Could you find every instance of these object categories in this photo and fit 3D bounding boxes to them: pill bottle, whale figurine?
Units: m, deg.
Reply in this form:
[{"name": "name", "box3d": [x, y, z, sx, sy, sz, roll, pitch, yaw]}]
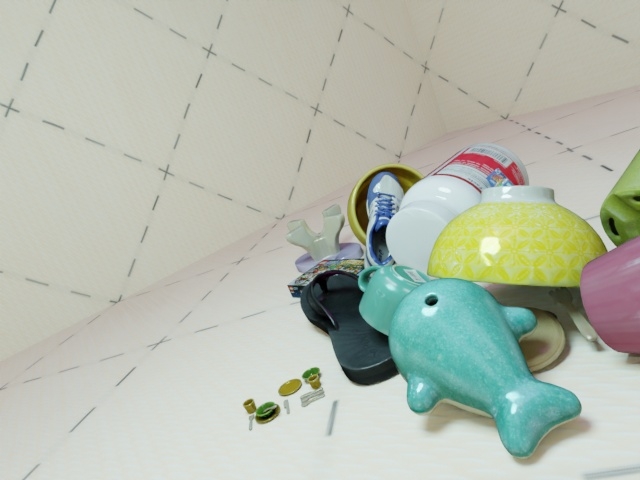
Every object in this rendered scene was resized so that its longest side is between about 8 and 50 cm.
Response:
[{"name": "pill bottle", "box3d": [0.336, -0.076, 1.133, 0.229, 0.229, 0.408, -9, 19, 45]}, {"name": "whale figurine", "box3d": [0.199, 0.149, 0.621, 0.216, 0.141, 0.272, -34, 30, -5]}]

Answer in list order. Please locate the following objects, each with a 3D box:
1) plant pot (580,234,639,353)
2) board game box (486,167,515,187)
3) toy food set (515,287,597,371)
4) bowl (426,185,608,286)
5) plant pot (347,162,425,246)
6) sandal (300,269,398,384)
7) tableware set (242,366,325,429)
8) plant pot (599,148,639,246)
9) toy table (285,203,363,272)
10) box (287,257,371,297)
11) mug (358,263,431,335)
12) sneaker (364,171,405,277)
[{"name": "plant pot", "box3d": [0.440, 0.061, 0.564, 0.201, 0.201, 0.180, -34, 2, -39]}, {"name": "board game box", "box3d": [0.440, -0.061, 0.979, 0.035, 0.201, 0.136, -45, 6, 22]}, {"name": "toy food set", "box3d": [0.305, 0.150, 0.707, 0.192, 0.038, 0.132, -23, 31, 13]}, {"name": "bowl", "box3d": [0.332, -0.008, 0.788, 0.290, 0.156, 0.289, 3, -2, 0]}, {"name": "plant pot", "box3d": [0.193, -0.079, 1.394, 0.254, 0.254, 0.239, -25, -2, -9]}, {"name": "sandal", "box3d": [0.056, 0.133, 0.974, 0.168, 0.107, 0.446, -25, 19, -9]}, {"name": "tableware set", "box3d": [-0.068, 0.280, 0.847, 0.154, 0.024, 0.104, -24, 13, -3]}, {"name": "plant pot", "box3d": [0.603, -0.086, 0.732, 0.254, 0.276, 0.276, -41, 18, -13]}, {"name": "toy table", "box3d": [0.000, 0.000, 1.530, 0.274, 0.160, 0.252, -11, 18, 36]}, {"name": "box", "box3d": [0.036, 0.106, 1.304, 0.159, 0.044, 0.233, -33, 17, -37]}, {"name": "mug", "box3d": [0.134, 0.096, 0.833, 0.158, 0.097, 0.129, 25, 22, 14]}, {"name": "sneaker", "box3d": [0.173, -0.051, 1.190, 0.112, 0.296, 0.131, 2, -16, 4]}]
